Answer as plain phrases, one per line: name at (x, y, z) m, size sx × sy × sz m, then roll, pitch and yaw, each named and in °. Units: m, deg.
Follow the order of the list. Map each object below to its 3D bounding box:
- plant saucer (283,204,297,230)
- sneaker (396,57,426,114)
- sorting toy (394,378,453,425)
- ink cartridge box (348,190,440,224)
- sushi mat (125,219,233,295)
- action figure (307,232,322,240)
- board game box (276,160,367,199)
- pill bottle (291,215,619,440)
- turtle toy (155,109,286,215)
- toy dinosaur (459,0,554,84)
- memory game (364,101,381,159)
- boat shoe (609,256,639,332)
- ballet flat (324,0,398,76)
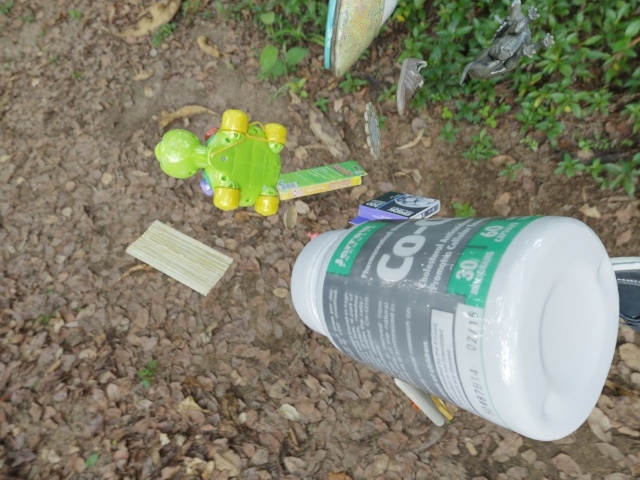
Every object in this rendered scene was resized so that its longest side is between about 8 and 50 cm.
plant saucer at (-0.099, -0.074, 1.279) m, size 0.015 × 0.083 × 0.083 m, roll 9°, pitch 66°, yaw 20°
sneaker at (0.275, -0.471, 1.210) m, size 0.071 × 0.066 × 0.188 m, roll 7°, pitch 80°, yaw 20°
sorting toy at (0.209, 0.345, 0.985) m, size 0.047 × 0.196 × 0.347 m, roll -41°, pitch 104°, yaw 8°
ink cartridge box at (0.229, -0.091, 1.261) m, size 0.208 × 0.045 × 0.206 m, roll -29°, pitch 31°, yaw -31°
sushi mat at (-0.449, 0.050, 1.280) m, size 0.317 × 0.019 × 0.151 m, roll 26°, pitch 52°, yaw 11°
action figure at (0.000, 0.000, 1.201) m, size 0.038 × 0.115 × 0.030 m, roll -53°, pitch 48°, yaw 7°
board game box at (-0.001, -0.182, 1.181) m, size 0.260 × 0.039 × 0.124 m, roll -15°, pitch 33°, yaw -7°
pill bottle at (0.123, 0.073, 0.498) m, size 0.361 × 0.204 × 0.204 m, roll 2°, pitch 56°, yaw 56°
turtle toy at (-0.092, -0.077, 0.394) m, size 0.066 × 0.130 × 0.095 m, roll 10°, pitch 94°, yaw 42°
toy dinosaur at (0.440, -0.450, 0.967) m, size 0.121 × 0.160 × 0.313 m, roll 40°, pitch 82°, yaw -12°
memory game at (0.170, -0.353, 1.289) m, size 0.012 × 0.186 × 0.186 m, roll -4°, pitch 62°, yaw 21°
boat shoe at (0.860, 0.157, 1.046) m, size 0.501 × 0.187 × 0.155 m, roll 17°, pitch 69°, yaw -16°
ballet flat at (0.067, -0.372, 0.501) m, size 0.124 × 0.123 × 0.347 m, roll 0°, pitch 78°, yaw 12°
